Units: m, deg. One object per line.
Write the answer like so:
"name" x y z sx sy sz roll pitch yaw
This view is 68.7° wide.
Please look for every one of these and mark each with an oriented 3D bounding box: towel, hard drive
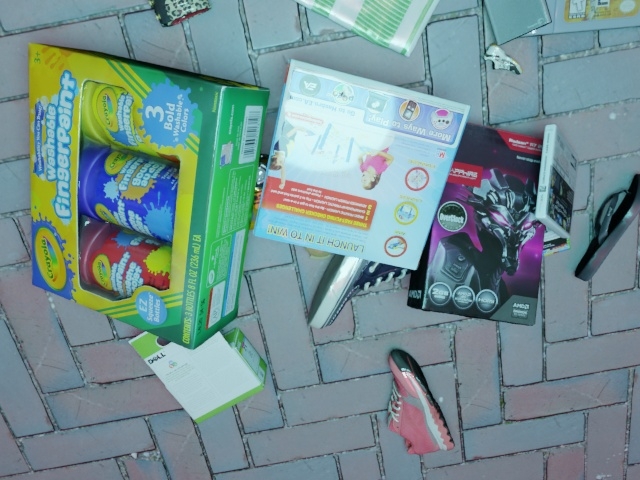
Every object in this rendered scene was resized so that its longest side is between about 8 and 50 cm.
"towel" 0.077 -0.511 0.835 0.325 0.038 0.247 25 107 -11
"hard drive" 0.350 -0.439 0.848 0.094 0.022 0.135 -15 102 37

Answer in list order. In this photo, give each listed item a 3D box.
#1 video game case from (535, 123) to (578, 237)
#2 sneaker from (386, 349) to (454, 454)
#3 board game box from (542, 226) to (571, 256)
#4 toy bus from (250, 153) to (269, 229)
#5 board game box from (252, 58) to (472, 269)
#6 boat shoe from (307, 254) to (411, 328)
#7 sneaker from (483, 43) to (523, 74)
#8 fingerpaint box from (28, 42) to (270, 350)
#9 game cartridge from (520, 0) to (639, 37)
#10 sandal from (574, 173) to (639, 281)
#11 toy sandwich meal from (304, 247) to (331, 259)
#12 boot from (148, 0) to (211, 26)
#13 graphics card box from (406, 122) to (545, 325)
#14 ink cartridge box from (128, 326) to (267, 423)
"video game case" 0.455 -0.106 0.898 0.190 0.022 0.173 17 80 -49
"sneaker" 0.213 0.409 1.132 0.136 0.116 0.313 -25 109 7
"board game box" 0.444 -0.027 1.022 0.171 0.048 0.141 -15 108 2
"toy bus" -0.045 -0.116 0.932 0.333 0.108 0.130 -13 110 2
"board game box" 0.063 -0.127 0.828 0.309 0.086 0.301 13 109 -7
"boat shoe" 0.111 0.063 0.989 0.158 0.127 0.340 26 102 -9
"sneaker" 0.356 -0.346 0.915 0.083 0.032 0.037 34 117 -8
"fingerpaint box" -0.318 -0.083 0.835 0.372 0.163 0.444 18 110 16
"game cartridge" 0.508 -0.489 0.858 0.298 0.062 0.197 -6 114 -1
"sandal" 0.618 -0.029 1.012 0.055 0.097 0.254 29 107 15
"toy sandwich meal" 0.000 0.000 1.020 0.086 0.029 0.085 0 105 -1
"boot" -0.321 -0.457 0.809 0.237 0.085 0.178 -18 112 3
"graphics card box" 0.311 -0.033 0.914 0.233 0.094 0.370 10 85 -9
"ink cartridge box" -0.268 0.260 1.064 0.189 0.097 0.255 -30 107 8
